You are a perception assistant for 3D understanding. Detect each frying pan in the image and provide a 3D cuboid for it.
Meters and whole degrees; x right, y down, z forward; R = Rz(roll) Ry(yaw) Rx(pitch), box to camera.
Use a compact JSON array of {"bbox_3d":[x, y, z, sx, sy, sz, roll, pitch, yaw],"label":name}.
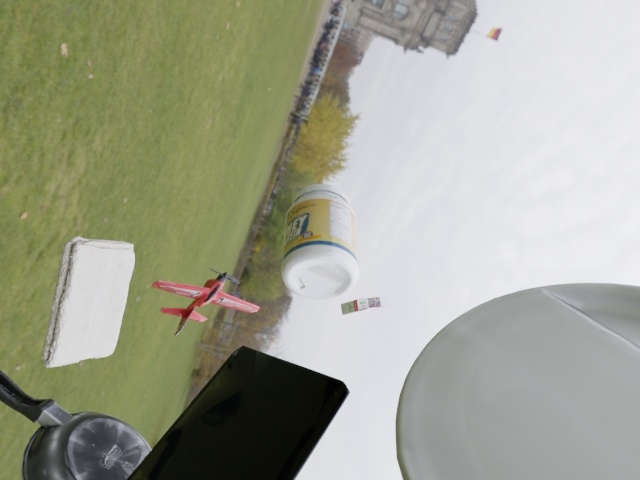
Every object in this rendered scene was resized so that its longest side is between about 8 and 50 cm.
[{"bbox_3d":[-0.329,0.260,0.671,0.053,0.326,0.197,-45,158,10],"label":"frying pan"}]

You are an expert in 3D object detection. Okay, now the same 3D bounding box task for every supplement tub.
[{"bbox_3d":[0.000,0.000,0.953,0.144,0.145,0.199,116,-18,-44],"label":"supplement tub"}]

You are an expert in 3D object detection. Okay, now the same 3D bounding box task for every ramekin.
[{"bbox_3d":[0.192,0.154,0.315,0.272,0.273,0.127,-82,161,-59],"label":"ramekin"}]

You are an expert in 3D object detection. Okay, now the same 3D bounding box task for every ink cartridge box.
[{"bbox_3d":[0.100,0.146,1.104,0.115,0.063,0.029,-32,-116,60],"label":"ink cartridge box"}]

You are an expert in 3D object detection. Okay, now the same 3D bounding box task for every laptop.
[{"bbox_3d":[-0.105,0.242,0.495,0.234,0.137,0.264,-49,164,-32],"label":"laptop"}]

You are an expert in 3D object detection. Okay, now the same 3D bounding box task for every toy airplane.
[{"bbox_3d":[-0.162,0.084,0.664,0.151,0.151,0.028,116,-27,-44],"label":"toy airplane"}]

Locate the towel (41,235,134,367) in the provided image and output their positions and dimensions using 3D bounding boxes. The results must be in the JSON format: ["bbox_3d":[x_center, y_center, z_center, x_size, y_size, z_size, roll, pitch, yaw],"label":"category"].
[{"bbox_3d":[-0.511,0.133,1.087,0.187,0.049,0.282,12,91,-70],"label":"towel"}]
